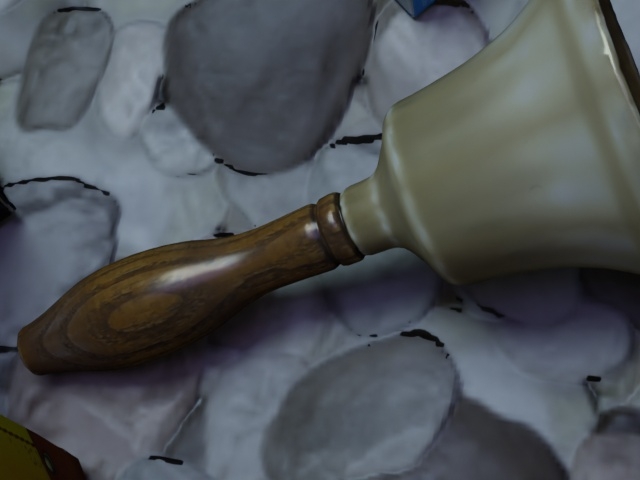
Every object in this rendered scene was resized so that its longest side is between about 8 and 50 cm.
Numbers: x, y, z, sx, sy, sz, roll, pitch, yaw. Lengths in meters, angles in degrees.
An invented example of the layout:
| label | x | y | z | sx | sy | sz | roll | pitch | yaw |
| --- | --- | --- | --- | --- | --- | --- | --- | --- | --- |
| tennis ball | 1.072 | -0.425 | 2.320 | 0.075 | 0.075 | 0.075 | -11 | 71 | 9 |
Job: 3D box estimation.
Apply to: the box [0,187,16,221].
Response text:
| label | x | y | z | sx | sy | sz | roll | pitch | yaw |
| --- | --- | --- | --- | --- | --- | --- | --- | --- | --- |
| box | -0.282 | 0.001 | 0.408 | 0.293 | 0.295 | 0.073 | -34 | 68 | -1 |

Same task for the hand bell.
| label | x | y | z | sx | sy | sz | roll | pitch | yaw |
| --- | --- | --- | --- | --- | --- | --- | --- | --- | --- |
| hand bell | 0.000 | 0.000 | 0.474 | 0.242 | 0.126 | 0.126 | -22 | 67 | 17 |

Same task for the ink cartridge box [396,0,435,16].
| label | x | y | z | sx | sy | sz | roll | pitch | yaw |
| --- | --- | --- | --- | --- | --- | --- | --- | --- | --- |
| ink cartridge box | 0.055 | -0.163 | 0.531 | 0.122 | 0.052 | 0.088 | -39 | 68 | -3 |

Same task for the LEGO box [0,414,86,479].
| label | x | y | z | sx | sy | sz | roll | pitch | yaw |
| --- | --- | --- | --- | --- | --- | --- | --- | --- | --- |
| LEGO box | -0.161 | 0.334 | 0.317 | 0.372 | 0.193 | 0.500 | -27 | 68 | 0 |
